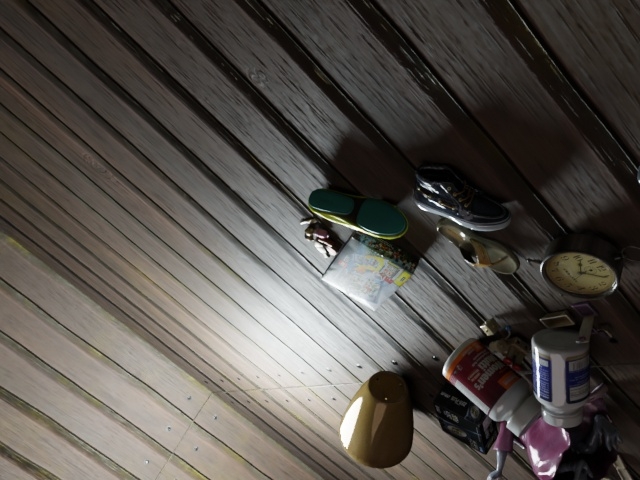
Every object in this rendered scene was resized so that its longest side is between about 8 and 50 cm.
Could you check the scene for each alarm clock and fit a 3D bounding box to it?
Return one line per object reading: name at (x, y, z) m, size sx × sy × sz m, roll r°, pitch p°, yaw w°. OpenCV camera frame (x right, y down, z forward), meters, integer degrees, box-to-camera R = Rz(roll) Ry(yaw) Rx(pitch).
alarm clock at (0.473, 0.039, 1.023) m, size 0.129 × 0.064 × 0.192 m, roll 43°, pitch 148°, yaw -17°

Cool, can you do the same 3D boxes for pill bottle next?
pill bottle at (0.404, 0.341, 1.368) m, size 0.221 × 0.121 × 0.121 m, roll 40°, pitch 155°, yaw 31°
pill bottle at (0.502, 0.288, 1.225) m, size 0.112 × 0.112 × 0.186 m, roll 5°, pitch 111°, yaw 36°

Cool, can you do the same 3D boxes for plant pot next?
plant pot at (0.185, 0.523, 1.791) m, size 0.237 × 0.237 × 0.254 m, roll 20°, pitch 133°, yaw 17°

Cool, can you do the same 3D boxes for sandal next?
sandal at (0.302, 0.019, 1.151) m, size 0.180 × 0.049 × 0.072 m, roll 32°, pitch 148°, yaw 0°

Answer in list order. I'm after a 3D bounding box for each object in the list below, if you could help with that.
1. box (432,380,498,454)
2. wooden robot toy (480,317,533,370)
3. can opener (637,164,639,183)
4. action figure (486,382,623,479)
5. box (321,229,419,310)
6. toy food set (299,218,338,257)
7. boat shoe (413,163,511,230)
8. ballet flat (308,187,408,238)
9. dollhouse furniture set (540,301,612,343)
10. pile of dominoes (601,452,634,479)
box at (0.412, 0.503, 1.659) m, size 0.147 × 0.077 × 0.180 m, roll 22°, pitch 149°, yaw 38°
wooden robot toy at (0.428, 0.252, 1.346) m, size 0.173 × 0.076 × 0.079 m, roll 35°, pitch 158°, yaw -5°
can opener at (0.546, -0.117, 0.721) m, size 0.283 × 0.095 × 0.076 m, roll -13°, pitch 127°, yaw 49°
action figure at (0.531, 0.475, 1.447) m, size 0.370 × 0.248 × 0.275 m, roll -179°, pitch 74°, yaw -75°
box at (0.111, 0.070, 1.384) m, size 0.159 × 0.044 × 0.233 m, roll 32°, pitch 148°, yaw -1°
toy food set at (0.000, 0.000, 1.405) m, size 0.078 × 0.019 × 0.122 m, roll -9°, pitch 130°, yaw 46°
boat shoe at (0.251, -0.078, 1.048) m, size 0.183 × 0.065 × 0.083 m, roll 18°, pitch 147°, yaw 22°
ballet flat at (0.082, -0.054, 1.230) m, size 0.231 × 0.077 × 0.077 m, roll 19°, pitch 167°, yaw 24°
dollhouse furniture set at (0.505, 0.190, 1.182) m, size 0.091 × 0.081 × 0.114 m, roll 43°, pitch 146°, yaw -17°
pile of dominoes at (0.779, 0.649, 1.635) m, size 0.196 × 0.040 × 0.251 m, roll -9°, pitch 121°, yaw 48°
